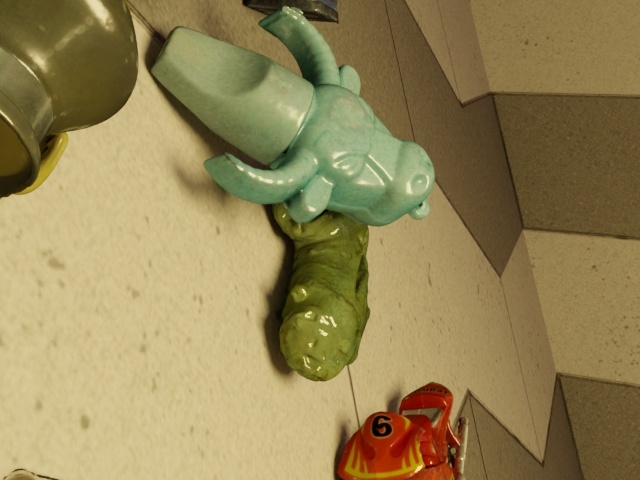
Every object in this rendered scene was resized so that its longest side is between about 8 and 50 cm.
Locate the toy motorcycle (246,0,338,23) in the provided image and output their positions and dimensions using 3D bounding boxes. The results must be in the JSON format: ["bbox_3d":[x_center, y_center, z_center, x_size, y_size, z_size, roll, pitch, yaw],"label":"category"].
[{"bbox_3d":[-0.059,-0.306,0.765,0.358,0.125,0.213,-17,114,-70],"label":"toy motorcycle"}]

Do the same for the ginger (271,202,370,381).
[{"bbox_3d":[-0.001,-0.004,0.817,0.137,0.089,0.290,63,25,-66],"label":"ginger"}]

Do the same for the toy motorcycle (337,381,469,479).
[{"bbox_3d":[0.095,0.244,0.876,0.298,0.089,0.171,-11,85,-69],"label":"toy motorcycle"}]

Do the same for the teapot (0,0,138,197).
[{"bbox_3d":[-0.161,-0.082,0.435,0.166,0.130,0.119,100,8,-56],"label":"teapot"}]

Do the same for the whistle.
[{"bbox_3d":[-0.014,-0.090,0.726,0.274,0.093,0.186,30,53,-21],"label":"whistle"}]
